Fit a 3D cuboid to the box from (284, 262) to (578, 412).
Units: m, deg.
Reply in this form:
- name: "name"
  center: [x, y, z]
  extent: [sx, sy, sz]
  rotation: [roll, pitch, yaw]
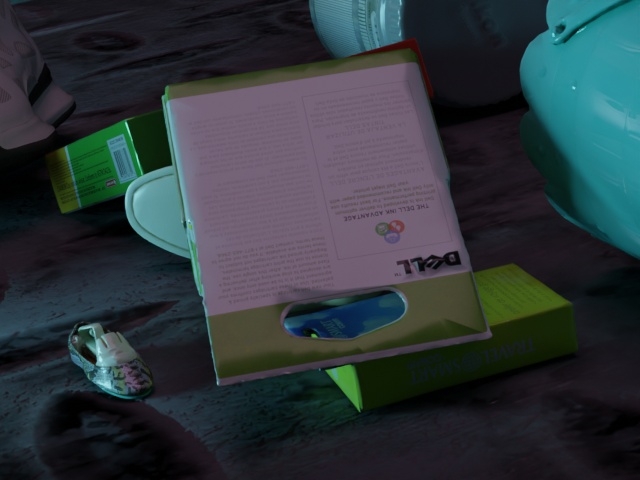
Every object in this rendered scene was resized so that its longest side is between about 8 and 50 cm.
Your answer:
- name: "box"
  center: [0.072, 0.065, 1.112]
  extent: [0.178, 0.042, 0.109]
  rotation: [-14, 18, -13]

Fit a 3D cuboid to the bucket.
- name: "bucket"
  center: [0.298, -0.089, 1.132]
  extent: [0.281, 0.281, 0.183]
  rotation: [-14, 22, -14]

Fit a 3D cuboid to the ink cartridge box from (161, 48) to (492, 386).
- name: "ink cartridge box"
  center: [0.000, 0.000, 1.140]
  extent: [0.189, 0.097, 0.255]
  rotation: [-9, 55, -4]

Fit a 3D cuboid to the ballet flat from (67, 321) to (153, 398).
- name: "ballet flat"
  center: [-0.157, 0.083, 1.184]
  extent: [0.041, 0.041, 0.114]
  rotation: [-18, 20, -25]

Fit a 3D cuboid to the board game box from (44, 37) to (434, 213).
- name: "board game box"
  center: [-0.084, -0.110, 1.598]
  extent: [0.317, 0.064, 0.242]
  rotation: [-19, 4, -28]

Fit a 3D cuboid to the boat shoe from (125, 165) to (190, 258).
- name: "boat shoe"
  center: [-0.039, -0.039, 1.405]
  extent: [0.255, 0.095, 0.079]
  rotation: [-5, 20, 9]

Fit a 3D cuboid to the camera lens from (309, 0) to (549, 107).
- name: "camera lens"
  center: [0.124, -0.269, 1.823]
  extent: [0.219, 0.219, 0.274]
  rotation: [-15, 19, -16]

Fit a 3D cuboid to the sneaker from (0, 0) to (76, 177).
- name: "sneaker"
  center: [-0.403, -0.190, 1.742]
  extent: [0.169, 0.257, 0.447]
  rotation: [-27, 14, 5]

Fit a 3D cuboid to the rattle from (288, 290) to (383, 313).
- name: "rattle"
  center: [0.004, -0.012, 1.245]
  extent: [0.200, 0.142, 0.130]
  rotation: [-2, 1, 40]
